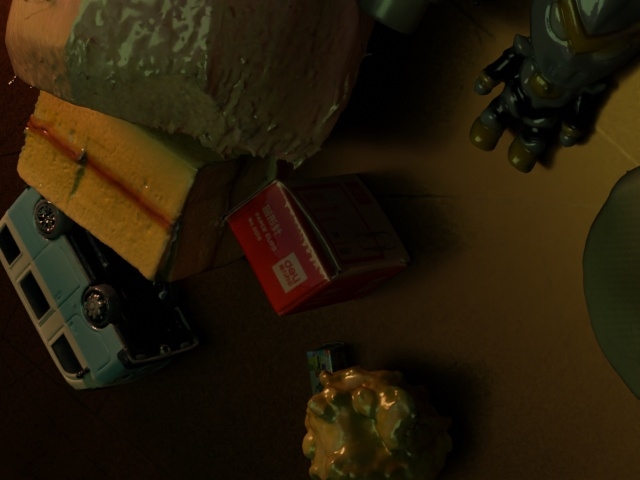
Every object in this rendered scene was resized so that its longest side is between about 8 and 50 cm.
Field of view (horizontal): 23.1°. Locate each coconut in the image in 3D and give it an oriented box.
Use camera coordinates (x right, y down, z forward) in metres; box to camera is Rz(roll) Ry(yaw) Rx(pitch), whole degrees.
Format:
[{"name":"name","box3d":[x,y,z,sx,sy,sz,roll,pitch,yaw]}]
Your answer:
[{"name":"coconut","box3d":[-0.130,-0.294,1.664,0.404,0.404,0.405,4,98,30]}]

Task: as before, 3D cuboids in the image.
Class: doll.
[{"name":"doll","box3d":[0.261,-0.217,1.608,0.145,0.103,0.316,41,120,16]}]

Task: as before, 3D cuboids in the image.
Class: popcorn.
[{"name":"popcorn","box3d":[0.055,0.216,1.748,0.173,0.142,0.174,-1,98,-5]}]

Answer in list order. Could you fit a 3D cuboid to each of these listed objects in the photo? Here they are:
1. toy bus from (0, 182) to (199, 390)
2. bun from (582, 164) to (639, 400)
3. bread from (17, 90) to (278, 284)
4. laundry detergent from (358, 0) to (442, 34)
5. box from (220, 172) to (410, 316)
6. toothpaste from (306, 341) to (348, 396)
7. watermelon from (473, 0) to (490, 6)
[{"name":"toy bus","box3d":[-0.288,0.060,1.946,0.165,0.133,0.271,-40,73,35]},{"name":"bun","box3d":[0.394,0.043,1.521,0.283,0.179,0.283,30,126,53]},{"name":"bread","box3d":[-0.203,-0.091,1.853,0.264,0.163,0.168,36,119,24]},{"name":"laundry detergent","box3d":[0.169,-0.386,1.536,0.124,0.264,0.398,41,110,41]},{"name":"box","box3d":[0.000,0.000,1.739,0.099,0.182,0.133,-37,74,28]},{"name":"toothpaste","box3d":[0.017,0.203,1.833,0.034,0.046,0.164,-7,92,27]},{"name":"watermelon","box3d":[0.175,-0.303,1.660,0.078,0.078,0.111,17,103,28]}]
